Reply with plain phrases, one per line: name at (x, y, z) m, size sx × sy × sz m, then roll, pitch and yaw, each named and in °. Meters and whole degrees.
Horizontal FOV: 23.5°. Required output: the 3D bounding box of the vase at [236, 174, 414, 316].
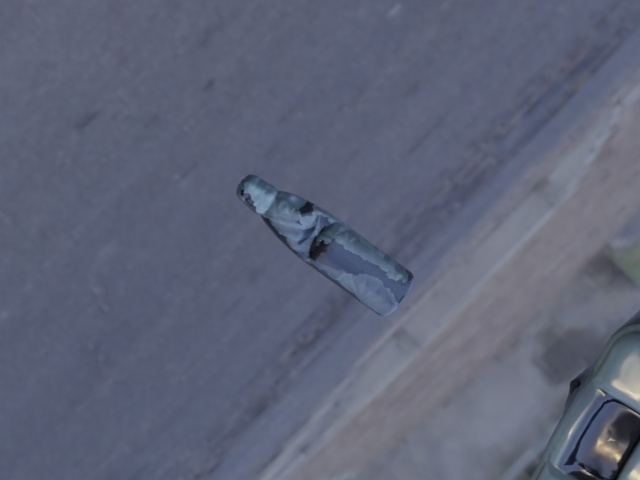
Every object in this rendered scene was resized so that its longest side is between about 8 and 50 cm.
vase at (0.000, 0.000, 1.621) m, size 0.060 × 0.211 × 0.060 m, roll -51°, pitch -167°, yaw 17°

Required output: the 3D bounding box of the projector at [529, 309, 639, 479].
projector at (0.161, 0.166, 0.644) m, size 0.099 × 0.192 × 0.257 m, roll -28°, pitch 146°, yaw -58°
